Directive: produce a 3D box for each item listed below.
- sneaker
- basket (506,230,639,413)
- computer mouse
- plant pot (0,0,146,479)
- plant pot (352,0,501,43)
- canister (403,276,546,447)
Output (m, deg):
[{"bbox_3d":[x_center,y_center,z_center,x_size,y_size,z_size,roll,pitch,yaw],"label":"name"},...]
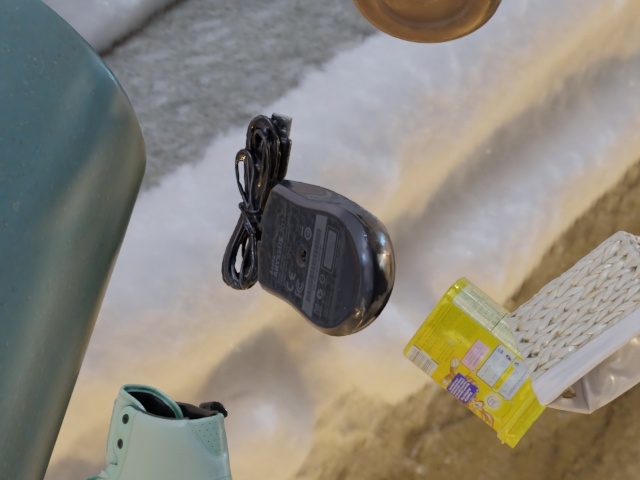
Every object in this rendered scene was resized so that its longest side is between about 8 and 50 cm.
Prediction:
[{"bbox_3d":[-0.171,0.193,1.086,0.094,0.255,0.151,-2,88,-59],"label":"sneaker"},{"bbox_3d":[0.279,0.080,1.286,0.167,0.103,0.113,-42,146,25],"label":"basket"},{"bbox_3d":[0.000,0.000,1.260,0.072,0.272,0.189,2,110,-32],"label":"computer mouse"},{"bbox_3d":[-0.258,0.046,0.629,0.341,0.341,0.334,60,40,-48],"label":"plant pot"},{"bbox_3d":[0.116,-0.325,1.310,0.263,0.263,0.229,60,30,-48],"label":"plant pot"},{"bbox_3d":[0.195,0.138,1.525,0.126,0.170,0.073,-55,168,20],"label":"canister"}]
